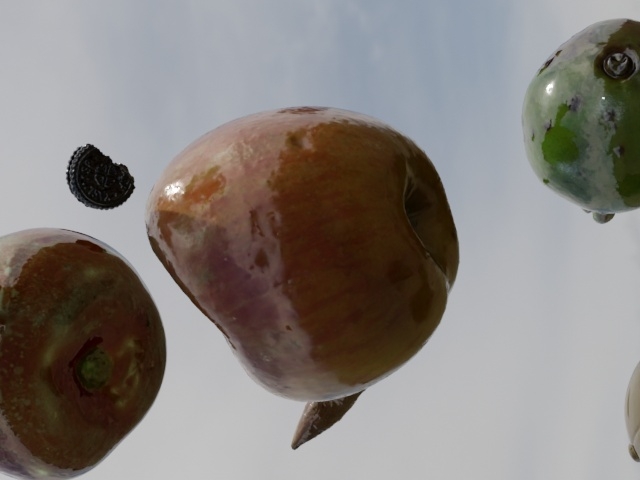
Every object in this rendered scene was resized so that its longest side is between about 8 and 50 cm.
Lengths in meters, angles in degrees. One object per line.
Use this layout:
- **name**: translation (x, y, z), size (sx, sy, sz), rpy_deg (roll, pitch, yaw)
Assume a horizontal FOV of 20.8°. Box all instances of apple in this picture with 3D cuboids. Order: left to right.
- **apple**: translation (0.000, 0.000, 1.653), size (0.301, 0.301, 0.301), rpy_deg (-4, -90, -72)

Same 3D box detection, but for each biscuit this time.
- **biscuit**: translation (-0.276, -0.081, 2.189), size (0.027, 0.087, 0.089), rpy_deg (16, 118, 63)

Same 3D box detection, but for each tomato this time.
- **tomato**: translation (-0.306, 0.117, 1.859), size (0.270, 0.223, 0.270), rpy_deg (-22, -62, -50)

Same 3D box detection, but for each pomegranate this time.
- **pomegranate**: translation (0.303, -0.110, 1.787), size (0.248, 0.202, 0.202), rpy_deg (82, -168, -59)

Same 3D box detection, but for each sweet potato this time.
- **sweet potato**: translation (0.033, 0.192, 2.296), size (0.218, 0.051, 0.065), rpy_deg (-49, -6, -1)

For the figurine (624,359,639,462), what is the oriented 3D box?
- **figurine**: translation (0.401, 0.127, 1.686), size (0.257, 0.167, 0.192), rpy_deg (-57, -29, 1)
